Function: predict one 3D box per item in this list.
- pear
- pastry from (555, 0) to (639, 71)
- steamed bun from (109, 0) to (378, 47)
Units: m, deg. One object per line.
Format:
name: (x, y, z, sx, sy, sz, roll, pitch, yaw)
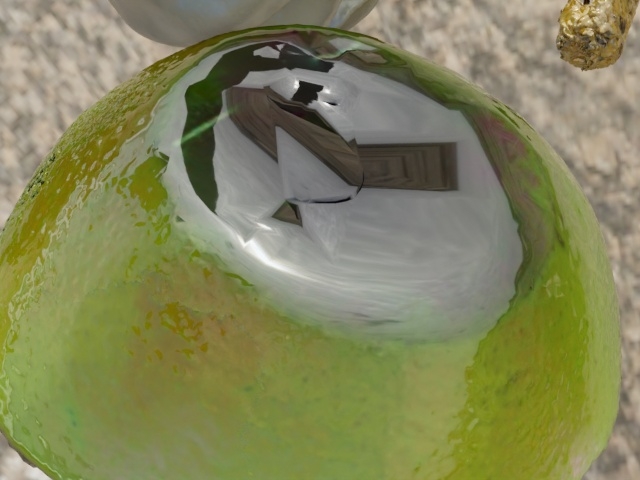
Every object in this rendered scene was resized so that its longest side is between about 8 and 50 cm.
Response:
pear: (-0.002, 0.000, 1.012, 0.399, 0.165, 0.399, 5, 47, -6)
pastry: (0.233, -0.198, 1.424, 0.056, 0.080, 0.140, 10, 63, 28)
steamed bun: (-0.041, -0.285, 1.469, 0.342, 0.367, 0.255, -35, 105, 7)
